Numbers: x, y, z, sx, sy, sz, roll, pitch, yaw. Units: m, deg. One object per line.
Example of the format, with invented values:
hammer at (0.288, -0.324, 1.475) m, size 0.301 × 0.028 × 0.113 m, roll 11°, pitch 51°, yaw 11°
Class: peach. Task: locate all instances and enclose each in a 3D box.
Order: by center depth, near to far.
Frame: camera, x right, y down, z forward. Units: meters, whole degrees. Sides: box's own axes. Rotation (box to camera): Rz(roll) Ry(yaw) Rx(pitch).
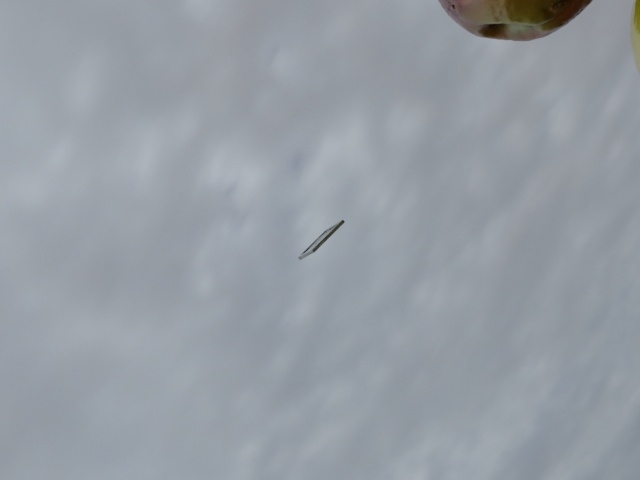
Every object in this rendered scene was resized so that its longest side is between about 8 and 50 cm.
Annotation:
peach at (0.355, -0.547, 1.193) m, size 0.290 × 0.372 × 0.373 m, roll 12°, pitch -73°, yaw -32°

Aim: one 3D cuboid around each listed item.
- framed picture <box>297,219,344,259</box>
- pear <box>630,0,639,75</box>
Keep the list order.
framed picture at (0.000, 0.000, 0.972) m, size 0.066 × 0.007 × 0.089 m, roll -44°, pitch 4°, yaw -16°
pear at (0.644, -0.314, 0.964) m, size 0.362 × 0.418 × 0.362 m, roll -6°, pitch -27°, yaw -3°
